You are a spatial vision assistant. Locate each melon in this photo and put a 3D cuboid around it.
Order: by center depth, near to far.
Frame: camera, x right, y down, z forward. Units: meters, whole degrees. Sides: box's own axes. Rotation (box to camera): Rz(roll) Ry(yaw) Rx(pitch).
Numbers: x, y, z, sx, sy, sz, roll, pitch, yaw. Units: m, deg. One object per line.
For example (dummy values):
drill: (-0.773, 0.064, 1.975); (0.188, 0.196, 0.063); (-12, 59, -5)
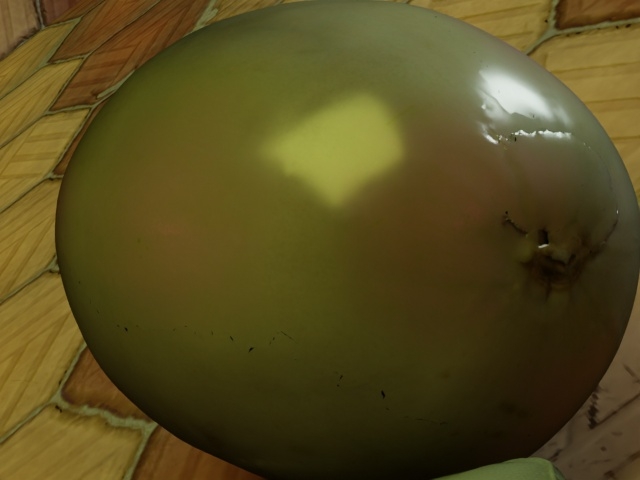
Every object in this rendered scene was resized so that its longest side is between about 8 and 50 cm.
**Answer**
melon: (0.000, 0.000, 0.576); (0.223, 0.223, 0.317); (-47, 26, -20)

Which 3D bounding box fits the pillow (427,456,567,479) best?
pillow: (-0.055, 0.211, 0.415); (0.322, 0.120, 0.255); (-26, 25, 28)
